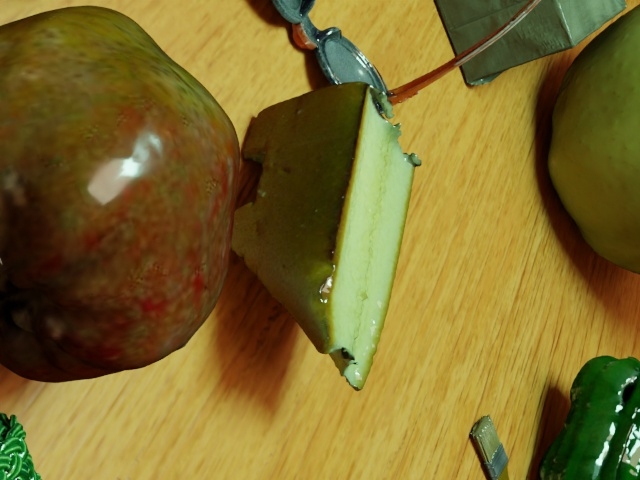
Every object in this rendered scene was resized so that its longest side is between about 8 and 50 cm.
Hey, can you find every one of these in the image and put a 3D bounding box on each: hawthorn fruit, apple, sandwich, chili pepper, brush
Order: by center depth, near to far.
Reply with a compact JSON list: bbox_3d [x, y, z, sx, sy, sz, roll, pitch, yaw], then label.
[{"bbox_3d":[-0.140,-0.039,0.544,0.208,0.208,0.248,56,29,-23],"label":"hawthorn fruit"},{"bbox_3d":[0.000,0.000,0.749,0.122,0.128,0.235,42,51,-40],"label":"sandwich"},{"bbox_3d":[0.208,0.277,1.006,0.043,0.014,0.170,-39,111,-50],"label":"brush"},{"bbox_3d":[0.338,0.320,1.041,0.213,0.167,0.385,29,69,-25],"label":"chili pepper"},{"bbox_3d":[0.550,-0.143,1.220,0.474,0.474,0.473,18,65,-47],"label":"apple"}]

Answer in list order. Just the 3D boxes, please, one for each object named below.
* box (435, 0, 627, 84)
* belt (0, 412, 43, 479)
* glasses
[{"bbox_3d":[0.270,-0.314,1.149,0.231,0.149,0.155,-35,106,-49],"label":"box"},{"bbox_3d":[-0.215,0.138,0.447,0.151,0.121,0.079,-30,107,-32],"label":"belt"},{"bbox_3d":[0.087,-0.256,0.827,0.234,0.268,0.118,51,26,-26],"label":"glasses"}]
